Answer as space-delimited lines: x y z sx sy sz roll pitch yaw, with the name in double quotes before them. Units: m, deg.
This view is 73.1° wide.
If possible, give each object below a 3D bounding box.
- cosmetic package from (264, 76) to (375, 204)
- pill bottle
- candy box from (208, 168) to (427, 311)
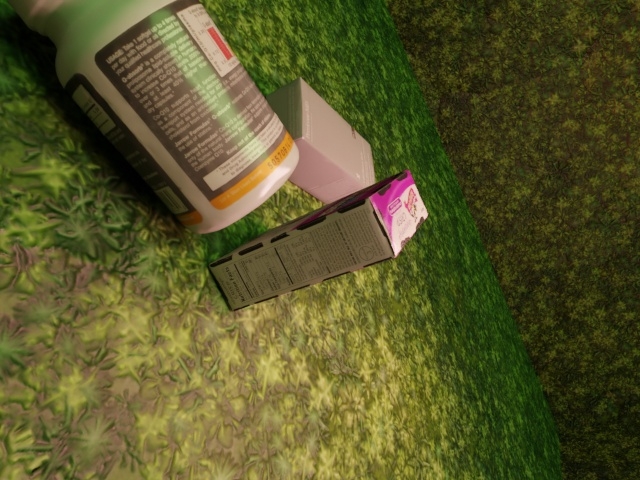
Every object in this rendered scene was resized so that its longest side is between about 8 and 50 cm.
"cosmetic package" -0.002 -0.159 0.768 0.238 0.107 0.127 28 52 -53
"pill bottle" -0.158 -0.156 0.450 0.278 0.162 0.162 55 33 -24
"candy box" 0.000 0.000 0.538 0.159 0.233 0.071 -37 104 -58
